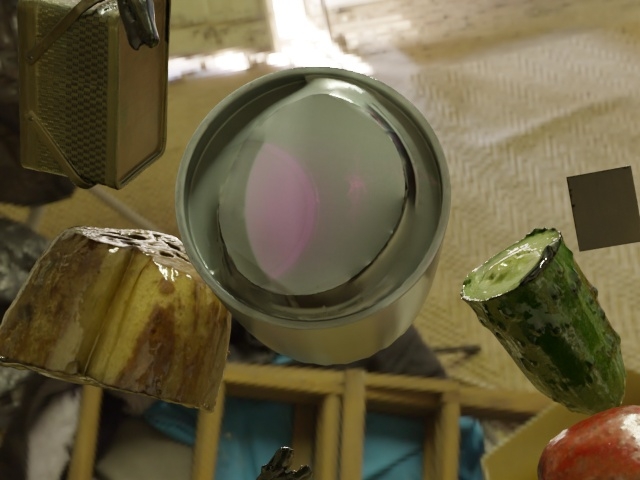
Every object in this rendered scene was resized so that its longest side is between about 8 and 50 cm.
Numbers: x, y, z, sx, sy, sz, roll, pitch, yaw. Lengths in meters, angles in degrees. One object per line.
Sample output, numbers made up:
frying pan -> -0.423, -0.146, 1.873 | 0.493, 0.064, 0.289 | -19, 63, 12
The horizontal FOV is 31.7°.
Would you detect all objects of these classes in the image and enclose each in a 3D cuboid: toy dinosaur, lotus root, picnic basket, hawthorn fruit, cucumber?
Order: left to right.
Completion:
picnic basket -> -0.293, -0.211, 1.475 | 0.139, 0.266, 0.165 | 13, 29, 13
lotus root -> -0.275, 0.104, 1.534 | 0.316, 0.249, 0.316 | 16, -1, 0
cucumber -> -0.179, -0.238, 1.077 | 0.033, 0.134, 0.034 | -20, -17, 12
toy dinosaur -> -0.098, 0.279, 1.149 | 0.179, 0.087, 0.187 | 17, 24, 15
cucumber -> 0.268, 0.114, 1.252 | 0.134, 0.244, 0.134 | -33, 16, 11
hawthorn fruit -> 0.265, 0.245, 1.100 | 0.204, 0.162, 0.162 | -12, 24, 13

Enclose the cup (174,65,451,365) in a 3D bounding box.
cup -> 0.000, 0.000, 1.177 | 0.253, 0.253, 0.371 | -11, -16, 0

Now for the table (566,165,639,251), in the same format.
table -> 0.318, -0.033, 1.252 | 0.070, 0.083, 0.082 | -11, -4, 16
